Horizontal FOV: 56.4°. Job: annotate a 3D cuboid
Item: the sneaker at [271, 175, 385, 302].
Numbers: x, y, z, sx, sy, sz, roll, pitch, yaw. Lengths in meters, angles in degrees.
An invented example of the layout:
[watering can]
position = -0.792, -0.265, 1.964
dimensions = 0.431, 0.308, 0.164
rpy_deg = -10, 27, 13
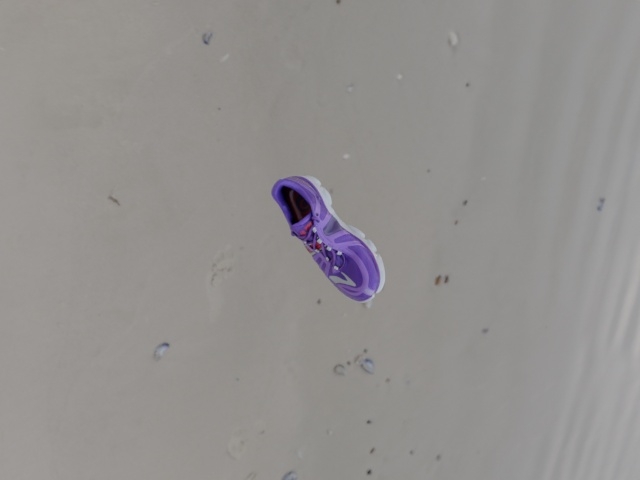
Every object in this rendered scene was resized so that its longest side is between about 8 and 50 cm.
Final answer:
[sneaker]
position = 0.000, 0.000, 0.654
dimensions = 0.068, 0.170, 0.071
rpy_deg = -46, 164, 22
